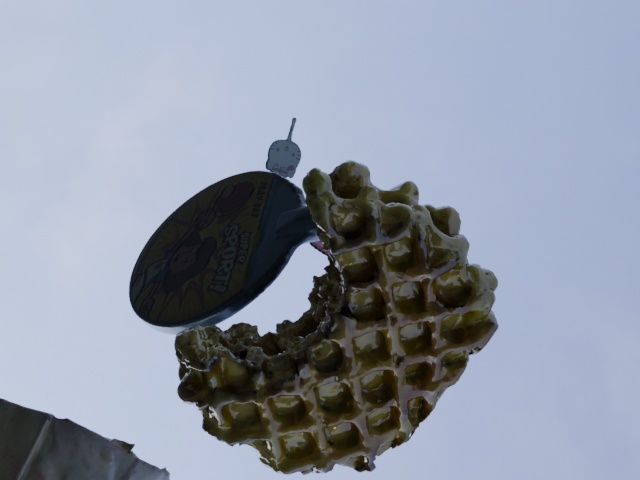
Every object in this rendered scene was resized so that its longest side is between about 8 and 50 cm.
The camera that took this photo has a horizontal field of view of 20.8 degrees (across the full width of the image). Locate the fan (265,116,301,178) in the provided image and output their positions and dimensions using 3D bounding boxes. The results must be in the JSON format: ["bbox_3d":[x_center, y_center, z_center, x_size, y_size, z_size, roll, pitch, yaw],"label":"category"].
[{"bbox_3d":[-0.045,-0.123,2.316,0.004,0.056,0.083,14,-90,50],"label":"fan"}]

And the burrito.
[{"bbox_3d":[-0.255,0.217,1.234,0.299,0.105,0.143,-40,-132,-4],"label":"burrito"}]

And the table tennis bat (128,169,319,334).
[{"bbox_3d":[-0.082,0.003,1.929,0.329,0.044,0.215,-15,-137,34],"label":"table tennis bat"}]

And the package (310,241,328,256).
[{"bbox_3d":[0.000,0.000,2.062,0.022,0.083,0.200,-54,-163,3],"label":"package"}]

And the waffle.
[{"bbox_3d":[0.013,0.088,1.763,0.324,0.261,0.151,-50,-162,17],"label":"waffle"}]
